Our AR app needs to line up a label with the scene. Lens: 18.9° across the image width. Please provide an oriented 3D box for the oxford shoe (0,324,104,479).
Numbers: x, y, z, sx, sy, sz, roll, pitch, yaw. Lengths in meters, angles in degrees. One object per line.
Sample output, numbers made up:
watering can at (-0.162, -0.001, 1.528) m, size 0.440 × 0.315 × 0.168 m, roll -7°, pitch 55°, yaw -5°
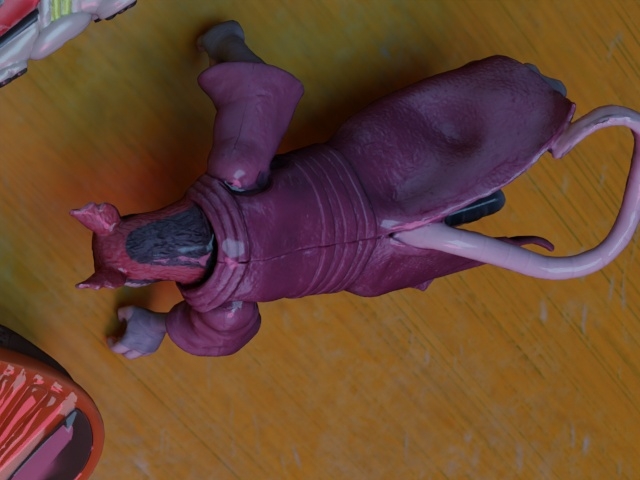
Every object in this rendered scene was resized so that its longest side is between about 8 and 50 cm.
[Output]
oxford shoe at (-0.313, 0.060, 1.236) m, size 0.363 × 0.133 × 0.130 m, roll 34°, pitch 95°, yaw -30°

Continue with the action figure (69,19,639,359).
action figure at (0.000, 0.000, 1.307) m, size 0.370 × 0.275 × 0.248 m, roll -15°, pitch 121°, yaw -37°

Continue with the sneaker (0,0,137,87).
sneaker at (-0.173, -0.193, 1.234) m, size 0.279 × 0.107 × 0.118 m, roll -36°, pitch 111°, yaw -14°
